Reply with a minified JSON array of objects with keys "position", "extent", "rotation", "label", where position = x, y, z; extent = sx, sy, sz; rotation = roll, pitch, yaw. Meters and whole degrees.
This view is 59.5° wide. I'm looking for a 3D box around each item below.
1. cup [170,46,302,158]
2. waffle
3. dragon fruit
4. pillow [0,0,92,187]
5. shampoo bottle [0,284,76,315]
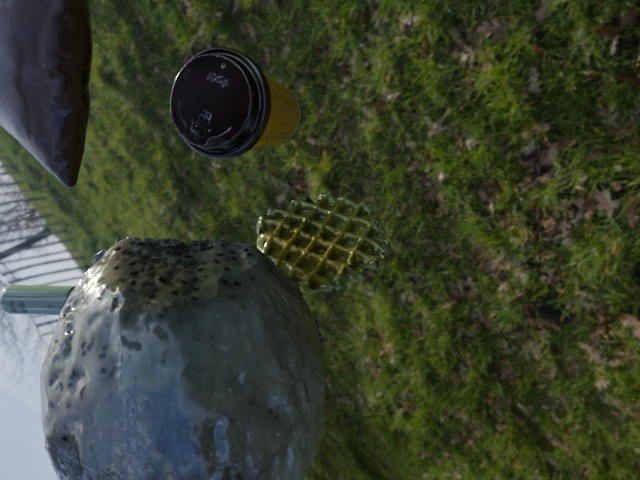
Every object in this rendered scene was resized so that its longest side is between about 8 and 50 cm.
[{"position":[-0.146,-0.254,1.080],"extent":[0.196,0.196,0.279],"rotation":[62,-158,4],"label":"cup"},{"position":[0.000,0.000,0.723],"extent":[0.184,0.169,0.036],"rotation":[-108,5,-47],"label":"waffle"},{"position":[-0.136,0.136,0.526],"extent":[0.204,0.282,0.221],"rotation":[-88,-4,-55],"label":"dragon fruit"},{"position":[-0.431,-0.270,0.788],"extent":[0.307,0.108,0.306],"rotation":[33,128,21],"label":"pillow"},{"position":[-0.532,0.108,1.014],"extent":[0.056,0.195,0.056],"rotation":[0,-90,-82],"label":"shampoo bottle"}]
